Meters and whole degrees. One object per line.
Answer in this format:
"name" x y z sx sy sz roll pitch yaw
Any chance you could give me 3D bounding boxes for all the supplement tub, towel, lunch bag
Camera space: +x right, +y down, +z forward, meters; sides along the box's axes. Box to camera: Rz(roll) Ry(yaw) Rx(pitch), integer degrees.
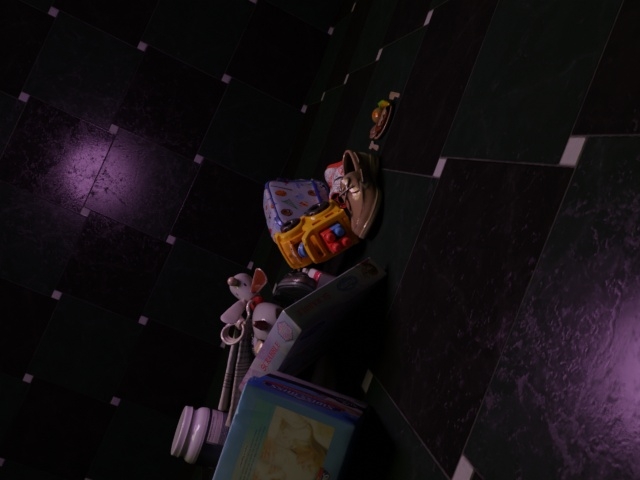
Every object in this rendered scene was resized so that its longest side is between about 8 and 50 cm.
"supplement tub" -0.355 0.684 2.197 0.191 0.272 0.191 -161 90 -78
"towel" -0.204 0.404 1.988 0.312 0.056 0.324 17 -101 -67
"lunch bag" -0.059 -0.098 2.125 0.303 0.243 0.114 -108 23 -49

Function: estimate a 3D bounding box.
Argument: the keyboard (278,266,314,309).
"keyboard" -0.071 0.128 2.073 0.317 0.033 0.201 -56 -17 -60

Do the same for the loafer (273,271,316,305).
"loafer" -0.071 0.118 1.776 0.084 0.096 0.267 -69 11 -19

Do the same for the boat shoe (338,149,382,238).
"boat shoe" 0.102 -0.136 1.821 0.341 0.110 0.121 -86 19 -50

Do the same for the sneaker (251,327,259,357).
"sneaker" -0.122 0.392 1.832 0.210 0.138 0.365 -113 21 -65

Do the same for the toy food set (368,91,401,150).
"toy food set" 0.184 -0.375 1.986 0.132 0.039 0.192 -122 52 -74

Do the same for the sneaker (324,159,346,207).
"sneaker" 0.057 -0.177 2.123 0.144 0.090 0.270 -71 15 -13

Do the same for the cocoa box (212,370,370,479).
"cocoa box" -0.070 0.464 1.258 0.228 0.232 0.346 26 -98 -77

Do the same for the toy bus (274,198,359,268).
"toy bus" 0.000 0.000 1.828 0.220 0.149 0.211 -30 19 -6

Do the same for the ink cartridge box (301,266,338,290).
"ink cartridge box" -0.011 0.175 1.869 0.237 0.100 0.171 -166 95 -77

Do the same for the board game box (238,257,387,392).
"board game box" -0.019 0.214 1.516 0.319 0.066 0.318 -28 -24 -46

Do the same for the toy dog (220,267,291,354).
"toy dog" -0.178 0.190 1.719 0.334 0.161 0.220 13 75 42
